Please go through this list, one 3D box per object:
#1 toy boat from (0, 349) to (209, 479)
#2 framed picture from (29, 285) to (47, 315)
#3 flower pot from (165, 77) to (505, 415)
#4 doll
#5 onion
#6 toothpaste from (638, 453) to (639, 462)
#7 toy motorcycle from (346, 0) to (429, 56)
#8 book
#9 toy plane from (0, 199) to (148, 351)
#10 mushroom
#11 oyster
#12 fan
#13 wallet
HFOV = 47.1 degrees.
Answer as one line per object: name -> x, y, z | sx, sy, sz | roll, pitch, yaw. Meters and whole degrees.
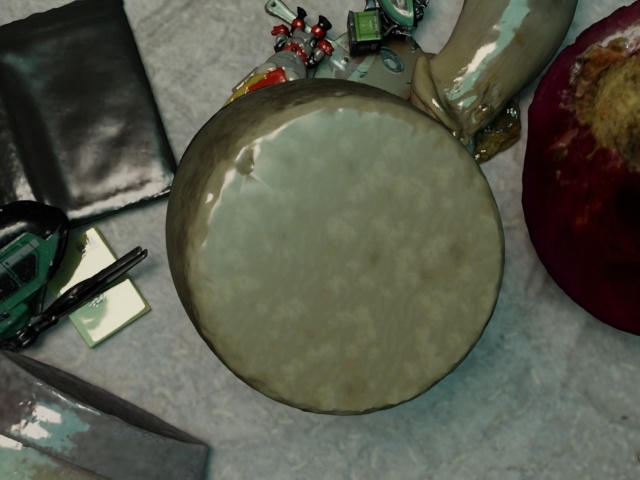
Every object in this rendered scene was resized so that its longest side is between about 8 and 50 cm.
toy boat -> -0.287, 0.250, 0.722 | 0.276, 0.111, 0.293 | 46, 80, -14
framed picture -> -0.349, 0.023, 0.802 | 0.109, 0.011, 0.149 | 11, 85, -1
flower pot -> 0.000, 0.000, 0.638 | 0.293, 0.330, 0.294 | -1, 99, -6
doll -> -0.043, -0.172, 0.811 | 0.109, 0.057, 0.169 | 25, 81, 8
onion -> 0.397, -0.057, 0.721 | 0.385, 0.347, 0.348 | 21, 83, -36
toothpaste -> 0.442, 0.201, 0.809 | 0.204, 0.031, 0.049 | -24, 88, -6
toy motorcycle -> 0.067, -0.299, 0.825 | 0.100, 0.058, 0.173 | -6, 82, -4
book -> -0.247, 0.051, 0.797 | 0.077, 0.014, 0.111 | -33, 91, -9
toy plane -> -0.368, 0.080, 0.735 | 0.381, 0.106, 0.155 | -40, 120, -6
mushroom -> 0.199, -0.288, 0.792 | 0.177, 0.126, 0.397 | 9, 86, -15
oyster -> 0.202, -0.130, 0.830 | 0.051, 0.034, 0.093 | 7, 89, 6
fan -> 0.030, -0.207, 0.840 | 0.226, 0.008, 0.152 | 39, 84, 0
wallet -> -0.339, -0.117, 0.797 | 0.322, 0.041, 0.247 | -18, 84, -8
